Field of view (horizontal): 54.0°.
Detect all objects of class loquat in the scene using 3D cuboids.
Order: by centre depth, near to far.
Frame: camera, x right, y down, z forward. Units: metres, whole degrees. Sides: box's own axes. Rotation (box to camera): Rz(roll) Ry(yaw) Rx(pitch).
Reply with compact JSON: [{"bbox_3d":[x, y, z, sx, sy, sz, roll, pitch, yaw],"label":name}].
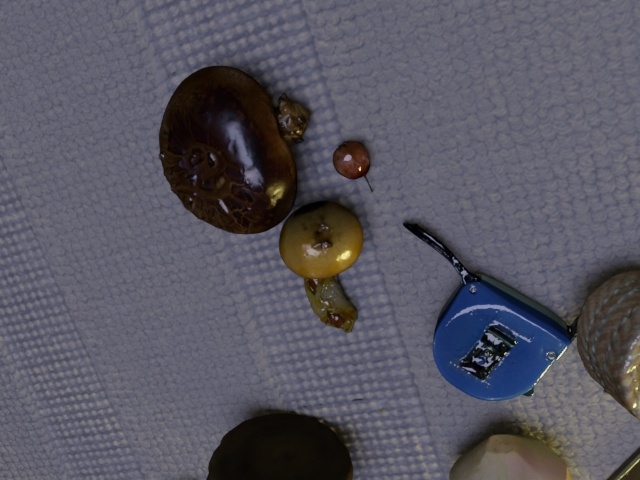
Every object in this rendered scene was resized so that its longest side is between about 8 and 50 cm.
[{"bbox_3d":[0.000,0.000,1.105,0.163,0.163,0.137,-37,88,24],"label":"loquat"}]

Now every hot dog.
[{"bbox_3d":[0.013,0.113,1.187,0.078,0.061,0.169,-26,100,24],"label":"hot dog"}]

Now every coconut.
[{"bbox_3d":[0.351,0.466,1.147,0.236,0.197,0.237,8,116,16],"label":"coconut"}]

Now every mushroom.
[{"bbox_3d":[-0.153,-0.151,1.084,0.278,0.163,0.297,-25,100,23],"label":"mushroom"}]

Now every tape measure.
[{"bbox_3d":[0.249,0.138,1.114,0.351,0.098,0.215,32,114,5],"label":"tape measure"}]

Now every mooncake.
[{"bbox_3d":[-0.078,0.488,1.228,0.290,0.290,0.161,8,116,13],"label":"mooncake"}]

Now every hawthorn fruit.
[{"bbox_3d":[0.065,-0.126,1.086,0.066,0.067,0.103,-37,106,24],"label":"hawthorn fruit"}]

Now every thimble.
[{"bbox_3d":[0.521,0.170,0.989,0.195,0.148,0.229,-2,111,-7],"label":"thimble"}]

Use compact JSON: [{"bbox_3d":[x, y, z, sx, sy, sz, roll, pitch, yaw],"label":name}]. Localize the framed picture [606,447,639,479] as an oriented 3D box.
[{"bbox_3d":[0.668,0.418,1.133,0.189,0.023,0.260,30,115,4],"label":"framed picture"}]
